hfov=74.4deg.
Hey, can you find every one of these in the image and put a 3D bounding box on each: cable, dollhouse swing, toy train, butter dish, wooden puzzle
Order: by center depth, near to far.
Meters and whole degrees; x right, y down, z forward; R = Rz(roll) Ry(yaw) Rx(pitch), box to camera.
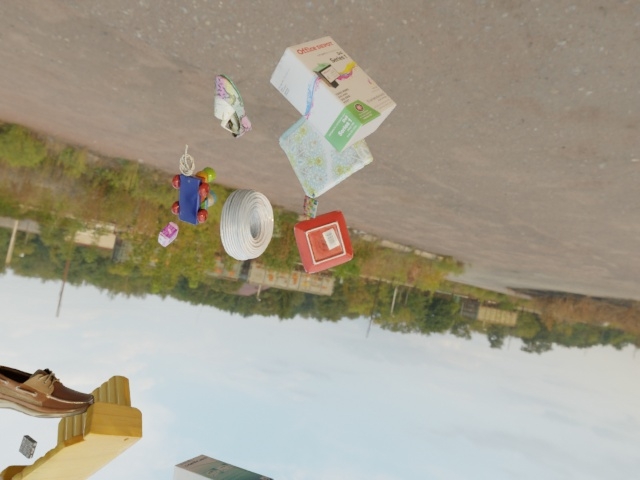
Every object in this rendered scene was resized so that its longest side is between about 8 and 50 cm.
[{"bbox_3d":[-0.029,-0.093,1.169,0.006,0.083,0.049,-13,-147,-41],"label":"wooden puzzle"},{"bbox_3d":[-0.359,-0.184,1.253,0.105,0.248,0.143,17,-149,7],"label":"toy train"},{"bbox_3d":[0.000,0.000,1.284,0.160,0.160,0.118,-18,-169,-13],"label":"butter dish"},{"bbox_3d":[-0.811,0.601,1.365,0.305,0.347,0.315,54,179,33],"label":"dollhouse swing"},{"bbox_3d":[-0.260,-0.056,1.515,0.089,0.257,0.257,2,156,19],"label":"cable"}]

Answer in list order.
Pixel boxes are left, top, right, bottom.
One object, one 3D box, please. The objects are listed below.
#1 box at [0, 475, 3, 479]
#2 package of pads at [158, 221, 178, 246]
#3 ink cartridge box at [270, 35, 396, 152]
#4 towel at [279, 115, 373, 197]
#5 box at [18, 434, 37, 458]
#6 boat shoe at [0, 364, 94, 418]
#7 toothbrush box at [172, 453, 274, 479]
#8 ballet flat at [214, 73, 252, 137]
[{"bbox_3d":[-0.483,0.462,0.590,0.186,0.038,0.145,48,-138,12],"label":"box"},{"bbox_3d":[-0.422,-0.016,1.169,0.032,0.050,0.083,40,153,-7],"label":"package of pads"},{"bbox_3d":[0.036,-0.400,1.139,0.278,0.201,0.117,47,137,3],"label":"ink cartridge box"},{"bbox_3d":[0.014,-0.389,1.779,0.374,0.320,0.090,-30,177,40],"label":"towel"},{"bbox_3d":[-1.223,0.862,1.762,0.083,0.067,0.018,9,170,30],"label":"box"},{"bbox_3d":[-0.854,0.451,1.272,0.324,0.116,0.123,15,176,-15],"label":"boat shoe"},{"bbox_3d":[-0.302,0.800,1.255,0.296,0.216,0.126,0,171,27],"label":"toothbrush box"},{"bbox_3d":[-0.239,-0.338,1.115,0.077,0.079,0.221,33,169,13],"label":"ballet flat"}]
